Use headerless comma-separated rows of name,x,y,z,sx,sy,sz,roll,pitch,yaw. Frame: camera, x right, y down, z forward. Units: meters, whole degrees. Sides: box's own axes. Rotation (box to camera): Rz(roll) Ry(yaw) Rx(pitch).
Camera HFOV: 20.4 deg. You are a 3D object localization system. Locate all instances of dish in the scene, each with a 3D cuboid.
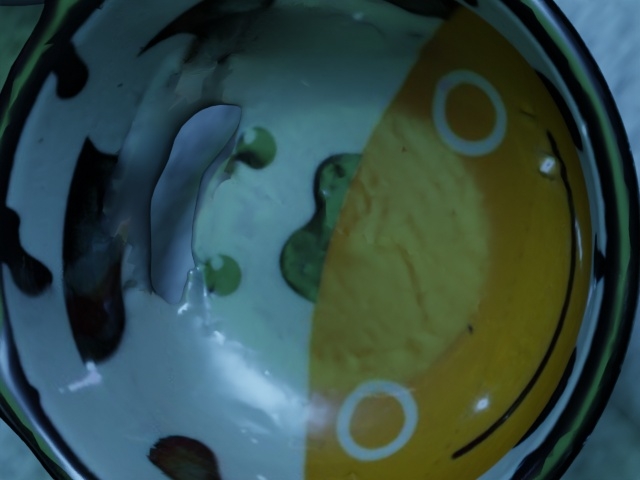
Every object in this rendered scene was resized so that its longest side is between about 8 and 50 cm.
dish,0.000,0.000,0.727,0.303,0.120,0.303,0,90,21

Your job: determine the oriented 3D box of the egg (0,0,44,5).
egg,-0.163,-0.182,0.776,0.198,0.146,0.146,40,103,11
